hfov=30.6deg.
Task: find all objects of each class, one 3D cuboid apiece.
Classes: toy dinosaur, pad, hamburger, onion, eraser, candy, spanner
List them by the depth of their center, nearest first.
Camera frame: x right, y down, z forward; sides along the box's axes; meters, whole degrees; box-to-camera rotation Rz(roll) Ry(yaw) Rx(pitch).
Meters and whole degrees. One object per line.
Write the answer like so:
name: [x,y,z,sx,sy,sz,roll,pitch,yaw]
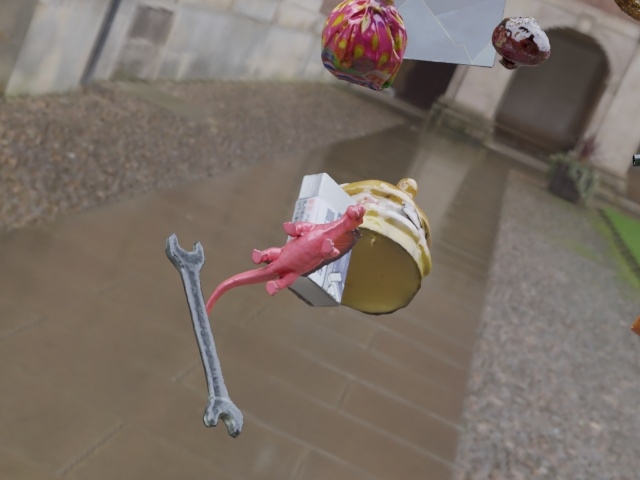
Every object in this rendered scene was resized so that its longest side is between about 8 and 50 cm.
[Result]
spanner: [-0.134,0.106,1.342,0.054,0.015,0.254,8,56,-43]
candy: [0.107,-0.361,1.527,0.124,0.365,0.124,19,35,-14]
toy dinosaur: [-0.034,0.033,1.586,0.139,0.286,0.070,-5,62,-58]
onion: [0.349,-0.343,2.047,0.107,0.097,0.107,26,23,-12]
eraser: [0.000,0.000,2.086,0.068,0.210,0.124,-9,-35,36]
pad: [0.224,-0.416,2.224,0.243,0.163,0.004,8,-7,18]
hamburger: [0.111,-0.011,2.452,0.276,0.276,0.236,23,48,-2]

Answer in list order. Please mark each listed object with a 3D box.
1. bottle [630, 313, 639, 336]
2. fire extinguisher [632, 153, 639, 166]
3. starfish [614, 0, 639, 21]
bottle: [0.666,0.193,2.156,0.187,0.069,0.069,37,13,9]
fire extinguisher: [0.670,-0.163,2.349,0.083,0.025,0.038,0,53,3]
starfish: [0.378,-0.388,1.560,0.240,0.043,0.227,56,-18,4]
